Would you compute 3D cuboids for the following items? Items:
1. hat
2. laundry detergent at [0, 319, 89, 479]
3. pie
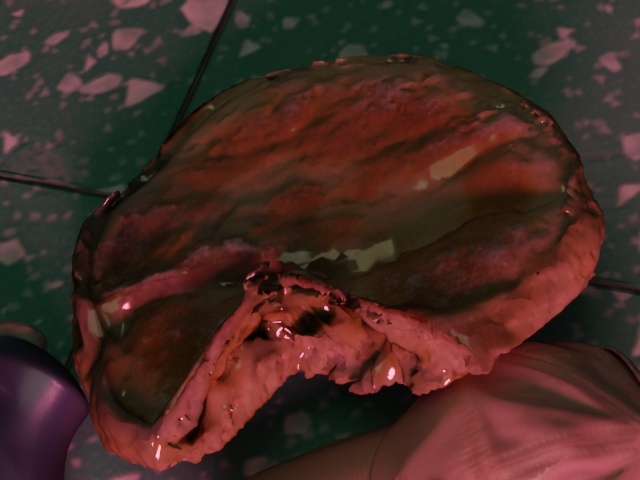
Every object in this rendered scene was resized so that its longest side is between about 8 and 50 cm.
[{"bbox_3d":[0.052,0.140,0.831,0.226,0.164,0.219,-4,52,-15],"label":"hat"},{"bbox_3d":[-0.187,0.134,0.935,0.096,0.061,0.206,-7,55,18],"label":"laundry detergent"},{"bbox_3d":[0.000,0.000,0.937,0.337,0.075,0.337,-16,37,13],"label":"pie"}]
